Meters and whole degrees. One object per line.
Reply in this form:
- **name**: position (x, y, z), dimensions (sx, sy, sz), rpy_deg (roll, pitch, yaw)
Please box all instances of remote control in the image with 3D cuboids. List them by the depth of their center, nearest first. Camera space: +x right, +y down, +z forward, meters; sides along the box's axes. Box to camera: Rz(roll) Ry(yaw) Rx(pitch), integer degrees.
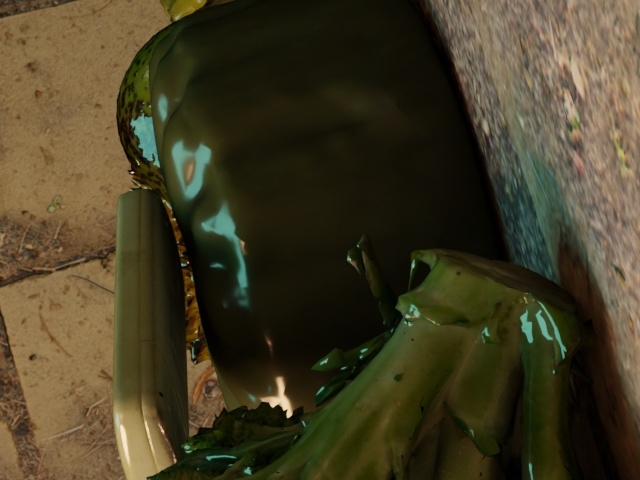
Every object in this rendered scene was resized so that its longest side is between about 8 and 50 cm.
- **remote control**: position (-0.105, 0.068, 1.219), dimensions (0.233, 0.038, 0.098), rpy_deg (-96, -4, -54)

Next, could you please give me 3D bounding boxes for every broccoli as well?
- **broccoli**: position (0.047, 0.144, 1.056), dimensions (0.321, 0.304, 0.283), rpy_deg (-127, 53, -70)

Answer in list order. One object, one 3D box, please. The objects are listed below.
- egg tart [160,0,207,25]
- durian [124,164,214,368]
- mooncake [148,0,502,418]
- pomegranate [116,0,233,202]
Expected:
- **egg tart**: position (-0.119, -0.232, 2.341), dimensions (0.315, 0.120, 0.315), rpy_deg (164, 90, -85)
- **durian**: position (-0.077, -0.011, 1.968), dimensions (0.293, 0.258, 0.258), rpy_deg (109, 149, -52)
- **mooncake**: position (0.000, 0.000, 1.350), dimensions (0.356, 0.194, 0.356), rpy_deg (166, 90, -84)
- **pomegranate**: position (-0.044, -0.137, 1.647), dimensions (0.204, 0.276, 0.222), rpy_deg (38, 163, -18)
